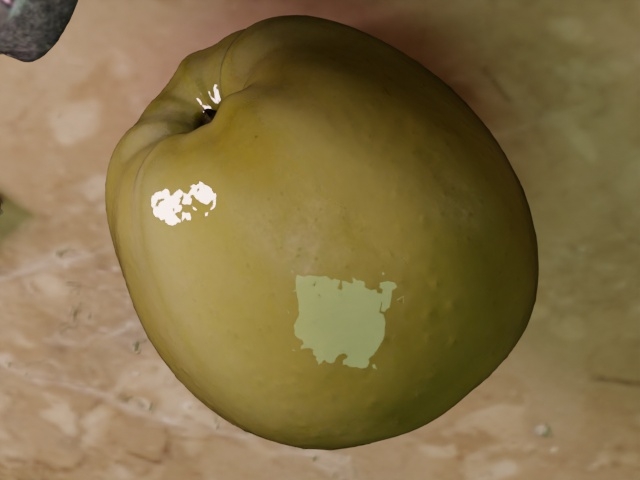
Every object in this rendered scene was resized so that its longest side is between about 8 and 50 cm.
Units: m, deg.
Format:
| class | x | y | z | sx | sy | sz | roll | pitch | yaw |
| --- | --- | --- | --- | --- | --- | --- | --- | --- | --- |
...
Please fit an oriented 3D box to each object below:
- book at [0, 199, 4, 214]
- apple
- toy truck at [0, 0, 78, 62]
| class | x | y | z | sx | sy | sz | roll | pitch | yaw |
| --- | --- | --- | --- | --- | --- | --- | --- | --- | --- |
| book | -0.265 | -0.031 | 0.957 | 0.182 | 0.014 | 0.127 | 36 | 123 | -28 |
| apple | 0.000 | 0.000 | 0.876 | 0.200 | 0.200 | 0.200 | 0 | 132 | 0 |
| toy truck | -0.127 | -0.219 | 0.677 | 0.176 | 0.178 | 0.363 | 20 | 129 | -30 |
